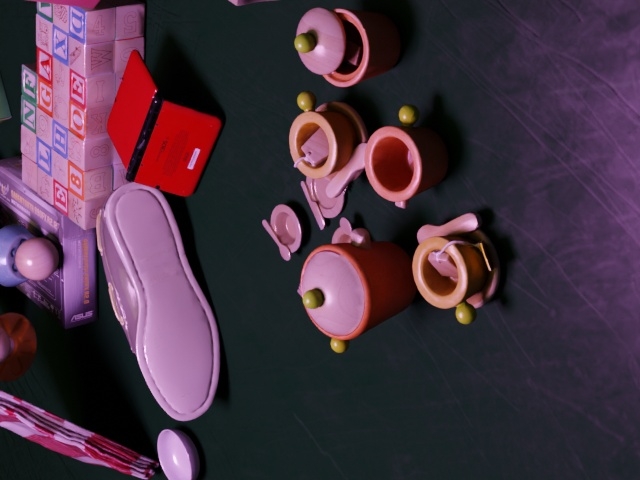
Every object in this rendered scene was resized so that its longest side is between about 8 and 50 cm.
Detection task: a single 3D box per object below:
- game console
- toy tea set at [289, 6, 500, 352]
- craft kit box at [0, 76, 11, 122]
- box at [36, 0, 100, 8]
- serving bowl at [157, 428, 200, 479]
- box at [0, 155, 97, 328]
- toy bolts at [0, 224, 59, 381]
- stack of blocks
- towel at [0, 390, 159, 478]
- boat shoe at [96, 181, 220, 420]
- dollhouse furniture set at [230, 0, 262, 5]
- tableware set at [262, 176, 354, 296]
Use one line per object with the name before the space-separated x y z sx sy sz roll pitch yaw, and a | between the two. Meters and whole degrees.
game console | -0.191 -0.140 1.645 0.144 0.124 0.085 119 162 -45
toy tea set | 0.029 -0.056 1.313 0.200 0.124 0.336 -28 80 46
craft kit box | -0.584 -0.282 2.125 0.246 0.061 0.250 -11 94 57
box | -0.273 -0.399 1.548 0.232 0.126 0.149 -45 65 32
serving bowl | -0.186 0.291 1.832 0.083 0.027 0.083 23 120 48
box | -0.407 -0.001 1.992 0.231 0.056 0.183 29 125 44
toy bolts | -0.434 0.095 1.911 0.158 0.218 0.229 5 75 39
stack of blocks | -0.311 -0.186 1.766 0.171 0.087 0.297 34 128 42
towel | -0.416 0.261 1.918 0.237 0.329 0.037 -3 61 54
boat shoe | -0.207 0.077 1.716 0.091 0.109 0.305 -8 99 65
dollhouse furniture set | -0.138 -0.322 1.399 0.129 0.183 0.129 39 132 38
tableware set | 0.000 0.000 1.478 0.141 0.020 0.169 60 142 19
